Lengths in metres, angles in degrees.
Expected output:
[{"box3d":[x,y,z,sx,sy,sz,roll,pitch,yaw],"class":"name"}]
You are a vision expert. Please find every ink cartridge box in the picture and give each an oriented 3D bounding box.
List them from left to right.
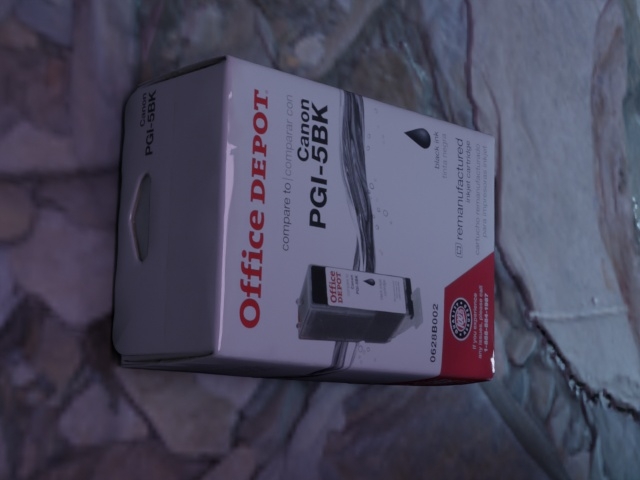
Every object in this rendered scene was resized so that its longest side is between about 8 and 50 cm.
[{"box3d":[0.000,0.000,0.402,0.135,0.056,0.099,9,78,-42],"class":"ink cartridge box"}]
